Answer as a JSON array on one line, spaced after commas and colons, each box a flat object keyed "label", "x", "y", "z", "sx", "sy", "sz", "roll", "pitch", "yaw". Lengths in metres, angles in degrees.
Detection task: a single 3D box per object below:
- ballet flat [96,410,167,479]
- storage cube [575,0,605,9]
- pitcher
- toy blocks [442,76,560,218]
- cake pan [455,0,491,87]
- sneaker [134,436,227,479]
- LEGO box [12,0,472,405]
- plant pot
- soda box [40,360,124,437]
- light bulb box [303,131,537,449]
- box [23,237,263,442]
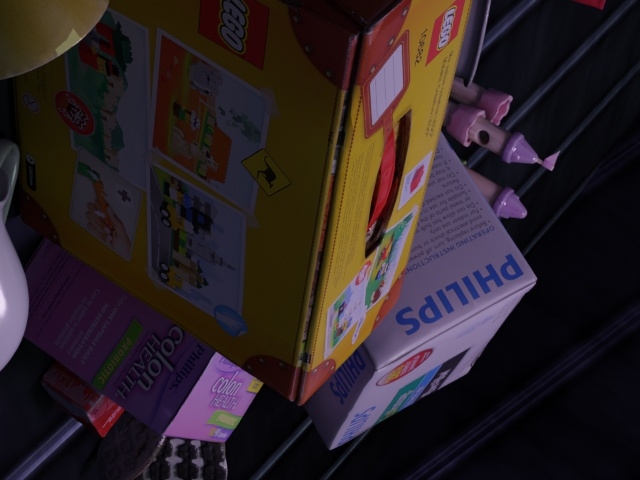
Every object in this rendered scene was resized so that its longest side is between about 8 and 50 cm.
[{"label": "ballet flat", "x": -0.230, "y": 0.236, "z": 2.138, "sx": 0.250, "sy": 0.084, "sz": 0.058, "roll": -61, "pitch": 162, "yaw": -9}, {"label": "storage cube", "x": 0.364, "y": -0.489, "z": 2.239, "sx": 0.184, "sy": 0.193, "sz": 0.215, "roll": 101, "pitch": 10, "yaw": -49}, {"label": "pitcher", "x": -0.332, "y": 0.018, "z": 1.458, "sx": 0.178, "sy": 0.125, "sz": 0.207, "roll": -58, "pitch": 159, "yaw": -58}, {"label": "toy blocks", "x": 0.216, "y": -0.084, "z": 2.484, "sx": 0.309, "sy": 0.260, "sz": 0.289, "roll": -29, "pitch": 147, "yaw": -57}, {"label": "cake pan", "x": 0.205, "y": -0.363, "z": 2.133, "sx": 0.293, "sy": 0.054, "sz": 0.293, "roll": -172, "pitch": -90, "yaw": -90}, {"label": "sneaker", "x": -0.210, "y": 0.334, "z": 2.338, "sx": 0.410, "sy": 0.158, "sz": 0.182, "roll": 97, "pitch": 0, "yaw": -50}, {"label": "LEGO box", "x": -0.088, "y": -0.138, "z": 1.402, "sx": 0.193, "sy": 0.372, "sz": 0.500, "roll": -45, "pitch": 159, "yaw": -35}, {"label": "plant pot", "x": -0.236, "y": -0.198, "z": 1.128, "sx": 0.134, "sy": 0.134, "sz": 0.095, "roll": -48, "pitch": 134, "yaw": -27}, {"label": "soda box", "x": -0.232, "y": 0.112, "z": 1.910, "sx": 0.263, "sy": 0.083, "sz": 0.092, "roll": -51, "pitch": 160, "yaw": -18}, {"label": "light bulb box", "x": 0.036, "y": 0.009, "z": 1.822, "sx": 0.225, "sy": 0.361, "sz": 0.358, "roll": -27, "pitch": 165, "yaw": -17}, {"label": "box", "x": -0.205, "y": 0.114, "z": 1.725, "sx": 0.117, "sy": 0.243, "sz": 0.213, "roll": -58, "pitch": 163, "yaw": 0}]
